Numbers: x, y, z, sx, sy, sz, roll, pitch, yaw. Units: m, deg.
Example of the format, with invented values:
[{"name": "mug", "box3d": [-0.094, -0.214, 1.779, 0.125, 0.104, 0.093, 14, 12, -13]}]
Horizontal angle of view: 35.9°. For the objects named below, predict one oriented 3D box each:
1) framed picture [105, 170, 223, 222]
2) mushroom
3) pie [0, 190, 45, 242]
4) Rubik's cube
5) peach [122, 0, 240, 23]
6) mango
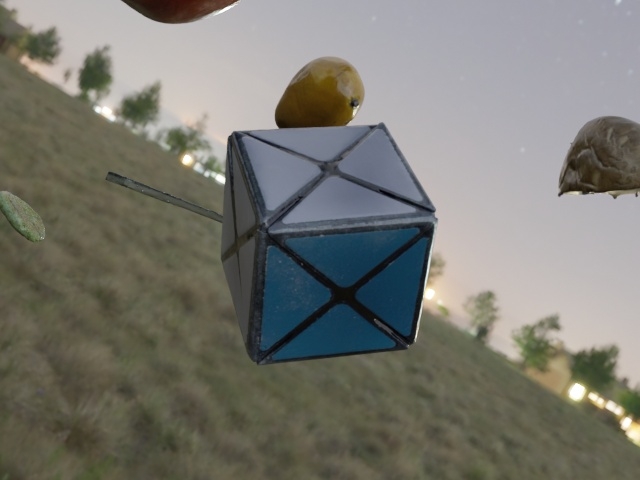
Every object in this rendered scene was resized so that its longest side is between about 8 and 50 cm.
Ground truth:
[{"name": "framed picture", "box3d": [-0.280, -0.072, 2.186, 0.335, 0.022, 0.247, 21, -1, 12]}, {"name": "mushroom", "box3d": [0.539, -0.153, 1.817, 0.156, 0.151, 0.285, 0, 2, -23]}, {"name": "pie", "box3d": [-0.384, -0.029, 1.272, 0.084, 0.021, 0.084, 50, 5, -6]}, {"name": "Rubik's cube", "box3d": [0.000, 0.000, 1.419, 0.259, 0.260, 0.255, -7, 37, -14]}, {"name": "peach", "box3d": [-0.216, -0.469, 1.454, 0.332, 0.308, 0.307, -10, -29, 41]}, {"name": "mango", "box3d": [-0.007, -0.264, 1.863, 0.109, 0.147, 0.227, 1, -11, -40]}]
